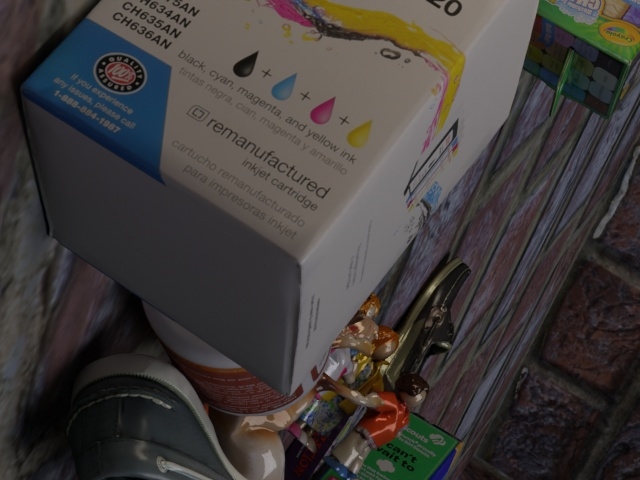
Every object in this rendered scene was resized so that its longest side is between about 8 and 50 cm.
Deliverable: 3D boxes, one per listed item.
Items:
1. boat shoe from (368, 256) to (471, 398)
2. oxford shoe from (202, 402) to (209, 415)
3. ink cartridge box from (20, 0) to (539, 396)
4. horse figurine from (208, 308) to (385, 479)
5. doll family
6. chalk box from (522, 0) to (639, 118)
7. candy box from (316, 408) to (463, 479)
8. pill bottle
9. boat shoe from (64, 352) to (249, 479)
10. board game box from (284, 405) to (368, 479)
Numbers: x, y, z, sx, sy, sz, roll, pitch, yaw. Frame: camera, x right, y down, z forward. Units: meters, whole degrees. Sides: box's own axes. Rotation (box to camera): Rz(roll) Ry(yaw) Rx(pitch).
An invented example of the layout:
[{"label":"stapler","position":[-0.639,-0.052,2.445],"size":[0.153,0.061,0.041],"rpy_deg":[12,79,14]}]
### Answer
[{"label":"boat shoe","position":[0.142,0.126,2.013],"size":[0.223,0.073,0.080],"rpy_deg":[-54,166,-15]},{"label":"oxford shoe","position":[-0.111,0.224,1.301],"size":[0.271,0.098,0.097],"rpy_deg":[-42,160,-47]},{"label":"ink cartridge box","position":[-0.015,-0.077,0.820],"size":[0.233,0.171,0.168],"rpy_deg":[-52,165,-24]},{"label":"horse figurine","position":[-0.032,0.166,1.232],"size":[0.174,0.066,0.263],"rpy_deg":[0,101,-26]},{"label":"doll family","position":[0.016,0.131,1.571],"size":[0.163,0.118,0.263],"rpy_deg":[-50,147,-6]},{"label":"chalk box","position":[0.296,-0.232,1.650],"size":[0.213,0.132,0.132],"rpy_deg":[-52,166,-19]},{"label":"candy box","position":[0.022,0.389,1.893],"size":[0.317,0.122,0.268],"rpy_deg":[-43,159,-51]},{"label":"pill bottle","position":[-0.054,0.057,1.085],"size":[0.121,0.121,0.216],"rpy_deg":[-54,166,-15]},{"label":"boat shoe","position":[-0.083,0.216,1.081],"size":[0.099,0.116,0.319],"rpy_deg":[-93,160,-49]},{"label":"board game box","position":[-0.050,0.343,1.893],"size":[0.347,0.056,0.208],"rpy_deg":[-56,170,-9]}]
